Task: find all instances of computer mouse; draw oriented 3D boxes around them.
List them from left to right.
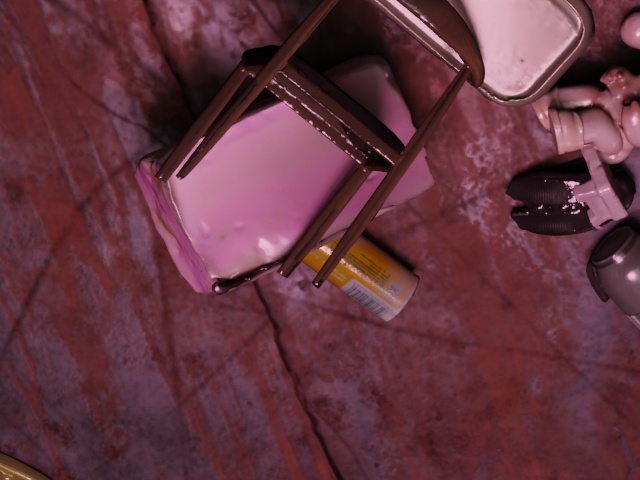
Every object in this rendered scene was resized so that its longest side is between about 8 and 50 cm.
[{"bbox_3d":[0.260,-0.042,1.827,0.135,0.047,0.079,-6,110,8],"label":"computer mouse"}]

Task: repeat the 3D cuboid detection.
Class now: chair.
[{"bbox_3d":[0.003,-0.114,1.602,0.188,0.166,0.272,39,84,-12],"label":"chair"}]

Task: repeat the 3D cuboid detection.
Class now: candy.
[{"bbox_3d":[-0.033,-0.065,1.737,0.265,0.116,0.155,-27,95,-14],"label":"candy"}]

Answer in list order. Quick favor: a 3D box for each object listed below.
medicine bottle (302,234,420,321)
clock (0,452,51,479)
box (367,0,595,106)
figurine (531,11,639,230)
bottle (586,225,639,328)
[{"bbox_3d":[0.000,0.000,1.846,0.218,0.074,0.074,36,109,-13],"label":"medicine bottle"},{"bbox_3d":[-0.419,0.305,1.988,0.232,0.069,0.170,31,110,-9],"label":"clock"},{"bbox_3d":[0.123,-0.263,1.675,0.274,0.178,0.138,40,108,-12],"label":"box"},{"bbox_3d":[0.351,-0.131,1.731,0.257,0.182,0.144,-24,124,10],"label":"figurine"},{"bbox_3d":[0.383,0.093,1.859,0.254,0.079,0.096,45,132,-15],"label":"bottle"}]
